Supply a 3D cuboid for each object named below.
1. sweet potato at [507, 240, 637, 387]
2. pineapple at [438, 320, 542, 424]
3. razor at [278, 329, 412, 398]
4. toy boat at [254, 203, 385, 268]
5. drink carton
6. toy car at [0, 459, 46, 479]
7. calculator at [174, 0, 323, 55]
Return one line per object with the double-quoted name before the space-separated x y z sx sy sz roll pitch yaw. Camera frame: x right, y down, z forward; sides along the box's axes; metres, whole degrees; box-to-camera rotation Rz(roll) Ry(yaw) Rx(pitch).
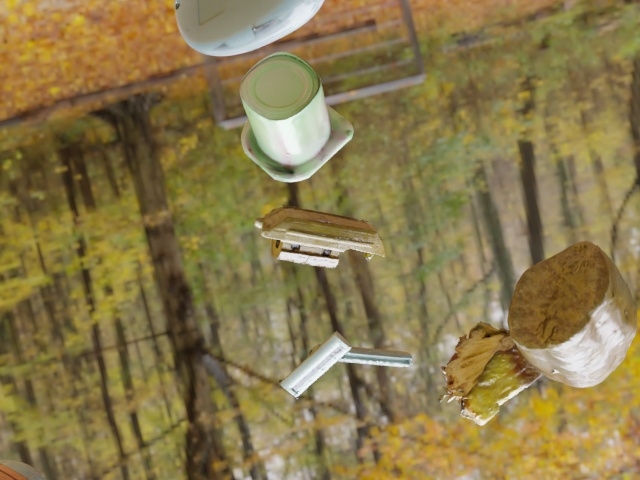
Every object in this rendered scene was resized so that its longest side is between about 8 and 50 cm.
"sweet potato" 0.334 0.113 1.526 0.157 0.158 0.369 -12 158 15
"pineapple" 0.303 0.227 2.037 0.186 0.114 0.236 -37 -166 26
"razor" 0.041 0.125 1.259 0.084 0.036 0.211 -42 158 21
"toy boat" 0.000 0.000 1.938 0.226 0.088 0.068 10 -161 -22
"drink carton" -0.051 -0.188 1.719 0.144 0.146 0.142 -43 157 -11
"toy car" -0.331 0.323 1.121 0.180 0.270 0.212 17 -131 31
"calculator" -0.068 -0.315 1.344 0.041 0.185 0.299 9 162 -44
